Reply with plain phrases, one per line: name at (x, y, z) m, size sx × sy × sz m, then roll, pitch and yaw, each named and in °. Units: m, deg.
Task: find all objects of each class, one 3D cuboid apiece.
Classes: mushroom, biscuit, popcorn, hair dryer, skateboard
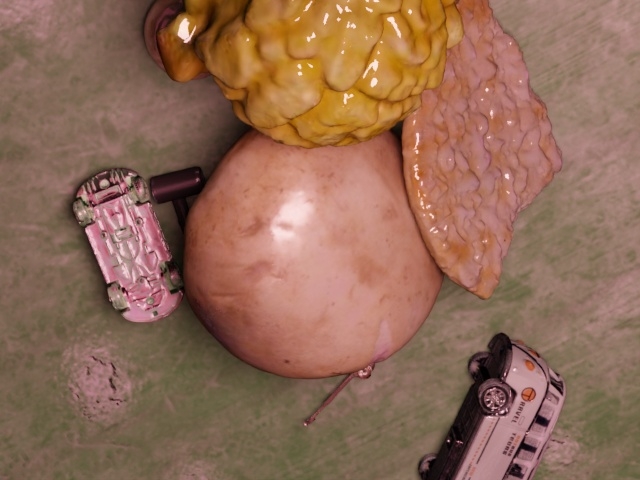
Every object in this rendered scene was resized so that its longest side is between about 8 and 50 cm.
mushroom at (-0.112, -0.178, 1.710) m, size 0.085 × 0.079 × 0.085 m, roll 0°, pitch 108°, yaw 0°
biscuit at (0.136, -0.082, 1.697) m, size 0.040 × 0.188 × 0.265 m, roll -5°, pitch 81°, yaw 45°
popcorn at (-0.002, -0.202, 1.578) m, size 0.270 × 0.258 × 0.224 m, roll -43°, pitch 138°, yaw -3°
hair dryer at (-0.120, -0.023, 1.786) m, size 0.047 × 0.026 × 0.083 m, roll -13°, pitch 109°, yaw 8°
mushroom at (0.000, 0.000, 1.704) m, size 0.255 × 0.184 × 0.254 m, roll 4°, pitch 82°, yaw -32°
skateboard at (0.002, 0.128, 1.823) m, size 0.064 × 0.032 × 0.083 m, roll 40°, pitch 103°, yaw 2°

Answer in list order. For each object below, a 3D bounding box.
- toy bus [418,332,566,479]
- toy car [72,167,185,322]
toy bus at (0.157, 0.183, 1.803) m, size 0.089 × 0.087 × 0.194 m, roll 20°, pitch 106°, yaw -10°
toy car at (-0.171, 0.004, 1.781) m, size 0.069 × 0.055 × 0.142 m, roll -21°, pitch 94°, yaw 0°
